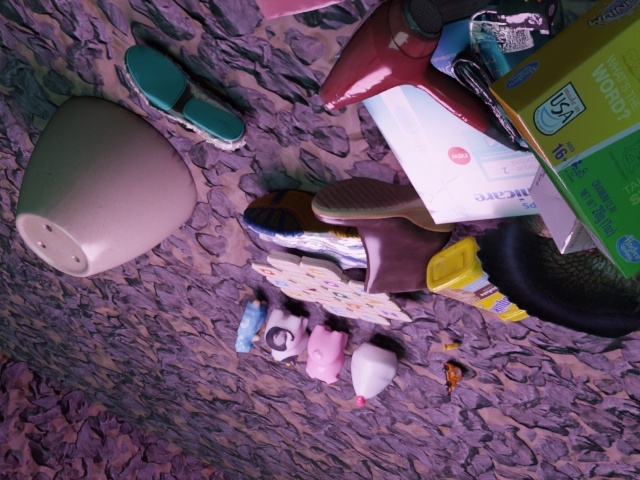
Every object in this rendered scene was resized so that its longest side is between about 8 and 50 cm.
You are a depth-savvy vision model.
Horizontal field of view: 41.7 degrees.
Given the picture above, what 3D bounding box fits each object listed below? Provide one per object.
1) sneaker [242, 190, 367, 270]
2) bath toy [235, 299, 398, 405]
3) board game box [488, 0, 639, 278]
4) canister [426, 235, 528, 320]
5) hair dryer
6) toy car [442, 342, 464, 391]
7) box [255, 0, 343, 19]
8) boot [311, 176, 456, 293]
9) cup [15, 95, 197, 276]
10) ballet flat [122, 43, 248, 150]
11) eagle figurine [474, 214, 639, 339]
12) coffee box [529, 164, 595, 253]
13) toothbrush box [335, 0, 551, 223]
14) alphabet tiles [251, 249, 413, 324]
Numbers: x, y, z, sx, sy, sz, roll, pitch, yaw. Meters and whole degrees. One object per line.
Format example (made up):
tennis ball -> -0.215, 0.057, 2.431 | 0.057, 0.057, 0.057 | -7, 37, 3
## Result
sneaker -> 0.000, 0.000, 1.456 | 0.296, 0.112, 0.131 | 12, 141, 29
bath toy -> -0.008, 0.236, 1.746 | 0.348, 0.129, 0.151 | 19, 178, 20
board game box -> 0.347, -0.145, 0.764 | 0.316, 0.064, 0.242 | -39, 123, 9
canister -> 0.264, 0.060, 1.295 | 0.170, 0.073, 0.126 | 19, 149, -26
hair dryer -> 0.126, -0.171, 0.941 | 0.293, 0.080, 0.224 | 8, 139, 26
toy car -> 0.257, 0.244, 1.610 | 0.040, 0.060, 0.122 | -7, 146, 0
box -> -0.038, -0.396, 0.954 | 0.127, 0.149, 0.232 | -1, 133, 40
boot -> 0.091, 0.007, 1.287 | 0.090, 0.248, 0.207 | -120, 33, -45
cup -> -0.437, -0.072, 1.604 | 0.331, 0.237, 0.331 | 21, 144, 16
ballet flat -> -0.225, -0.225, 1.384 | 0.241, 0.091, 0.077 | 39, 168, -4
eagle figurine -> 0.385, 0.036, 1.136 | 0.298, 0.225, 0.226 | -4, 146, 27
coffee box -> 0.379, -0.083, 0.938 | 0.246, 0.098, 0.141 | -11, 146, -11
toothbrush box -> 0.193, -0.173, 1.072 | 0.216, 0.126, 0.295 | -4, 133, 40
alphabet tiles -> 0.022, 0.090, 1.548 | 0.278, 0.021, 0.284 | 9, 160, 32
